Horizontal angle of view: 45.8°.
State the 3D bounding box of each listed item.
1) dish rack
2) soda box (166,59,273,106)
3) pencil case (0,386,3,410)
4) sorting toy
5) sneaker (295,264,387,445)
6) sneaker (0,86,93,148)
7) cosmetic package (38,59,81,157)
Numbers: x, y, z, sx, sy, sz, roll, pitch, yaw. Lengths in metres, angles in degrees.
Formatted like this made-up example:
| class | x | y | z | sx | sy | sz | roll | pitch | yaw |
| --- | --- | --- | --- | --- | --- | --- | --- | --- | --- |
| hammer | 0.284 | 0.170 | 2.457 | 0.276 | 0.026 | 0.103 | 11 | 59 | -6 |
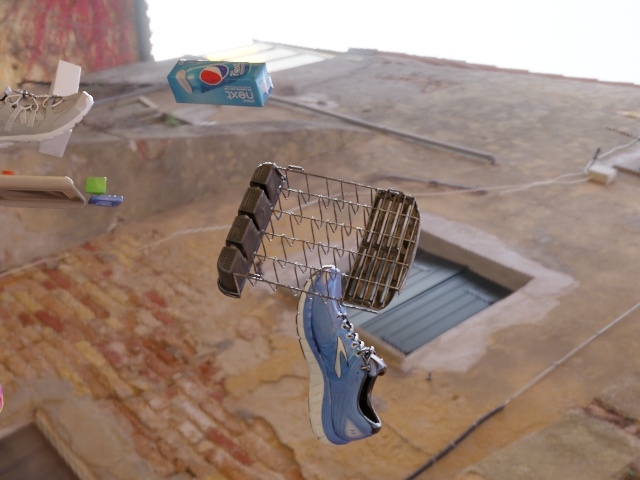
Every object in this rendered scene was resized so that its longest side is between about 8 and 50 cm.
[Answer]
| class | x | y | z | sx | sy | sz | roll | pitch | yaw |
| --- | --- | --- | --- | --- | --- | --- | --- | --- | --- |
| dish rack | 0.000 | 0.000 | 1.069 | 0.272 | 0.208 | 0.074 | 13 | -25 | 14 |
| soda box | -0.214 | -0.335 | 1.611 | 0.210 | 0.067 | 0.071 | 6 | -41 | 19 |
| pencil case | -0.644 | 0.266 | 1.280 | 0.236 | 0.104 | 0.104 | -10 | -79 | 32 |
| sorting toy | -0.575 | -0.107 | 1.514 | 0.196 | 0.348 | 0.047 | 135 | -45 | -76 |
| sneaker | 0.051 | 0.206 | 1.397 | 0.147 | 0.130 | 0.330 | -10 | -93 | 24 |
| sneaker | -0.621 | -0.271 | 1.594 | 0.105 | 0.281 | 0.115 | -99 | 173 | -56 |
| cosmetic package | -0.639 | -0.326 | 1.865 | 0.099 | 0.060 | 0.239 | -53 | -146 | 43 |
